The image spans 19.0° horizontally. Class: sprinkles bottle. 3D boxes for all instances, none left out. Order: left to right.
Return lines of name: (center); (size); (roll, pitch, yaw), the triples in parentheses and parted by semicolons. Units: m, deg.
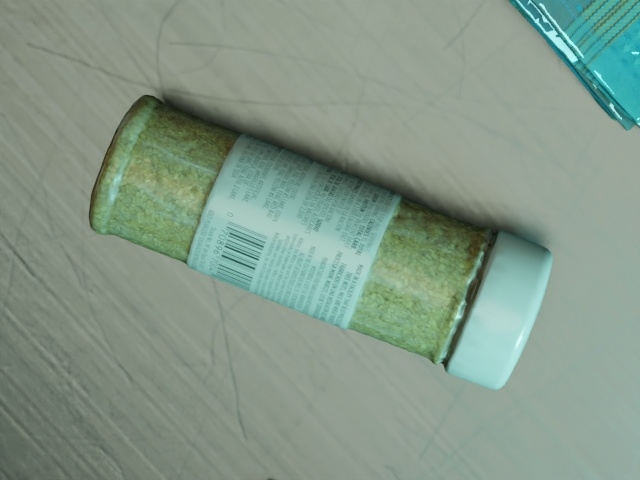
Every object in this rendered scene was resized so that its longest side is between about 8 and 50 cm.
sprinkles bottle: (0.000, 0.000, 1.509); (0.355, 0.121, 0.121); (22, 99, 2)

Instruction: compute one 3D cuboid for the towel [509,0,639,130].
towel: (0.291, -0.289, 1.436); (0.370, 0.040, 0.271); (-43, 117, 9)
